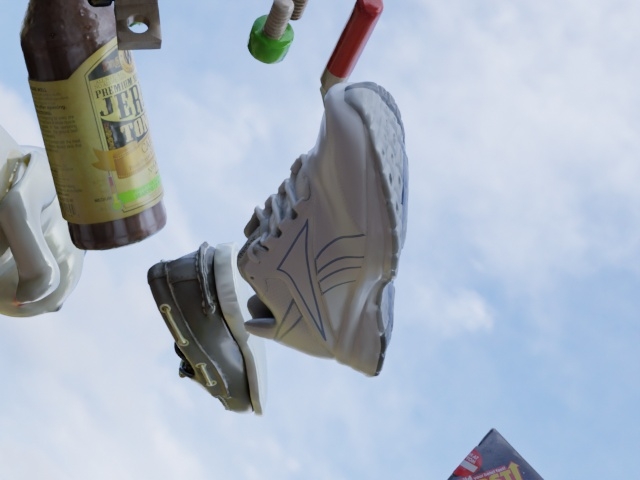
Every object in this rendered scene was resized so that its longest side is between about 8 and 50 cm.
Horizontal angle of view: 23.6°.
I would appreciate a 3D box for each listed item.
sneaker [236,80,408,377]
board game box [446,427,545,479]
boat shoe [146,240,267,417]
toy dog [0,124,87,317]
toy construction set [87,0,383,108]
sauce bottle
[{"bbox_3d":[0.000,0.000,1.165,0.129,0.111,0.297,7,-44,1],"label":"sneaker"},{"bbox_3d":[0.095,0.211,0.898,0.194,0.194,0.060,-116,-167,-45],"label":"board game box"},{"bbox_3d":[-0.110,0.100,1.596,0.091,0.109,0.305,-7,-31,2],"label":"boat shoe"},{"bbox_3d":[-0.435,-0.047,1.762,0.408,0.284,0.395,36,15,-48],"label":"toy dog"},{"bbox_3d":[-0.083,-0.236,1.341,0.309,0.257,0.237,54,-30,17],"label":"toy construction set"},{"bbox_3d":[-0.238,-0.162,1.528,0.111,0.111,0.344,12,-58,45],"label":"sauce bottle"}]
